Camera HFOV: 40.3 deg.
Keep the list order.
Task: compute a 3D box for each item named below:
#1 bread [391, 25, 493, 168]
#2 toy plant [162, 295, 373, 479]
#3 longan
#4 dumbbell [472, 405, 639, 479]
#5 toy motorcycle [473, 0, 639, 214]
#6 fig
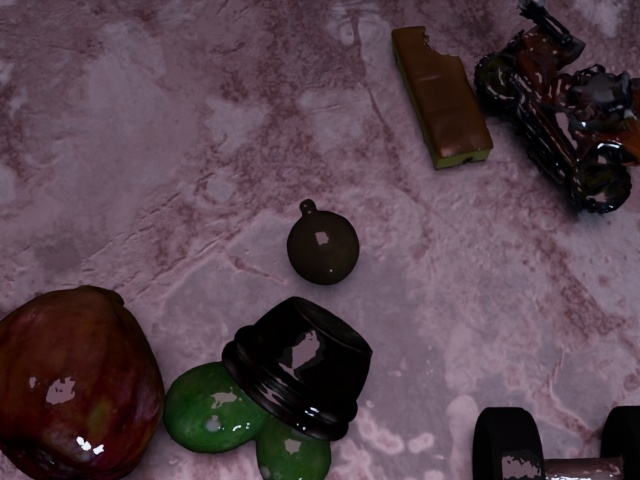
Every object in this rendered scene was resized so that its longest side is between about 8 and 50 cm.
[{"bbox_3d":[0.174,-0.214,1.273,0.088,0.049,0.226,-13,68,-6],"label":"bread"},{"bbox_3d":[-0.058,0.188,1.055,0.218,0.175,0.235,35,98,7],"label":"toy plant"},{"bbox_3d":[0.000,0.000,1.153,0.106,0.106,0.119,-24,101,-10],"label":"longan"},{"bbox_3d":[0.297,0.271,1.023,0.218,0.152,0.152,0,68,-1],"label":"dumbbell"},{"bbox_3d":[0.330,-0.232,1.237,0.207,0.134,0.401,-35,74,-14],"label":"toy motorcycle"},{"bbox_3d":[-0.292,0.171,1.025,0.224,0.224,0.263,-24,34,-10],"label":"fig"}]
